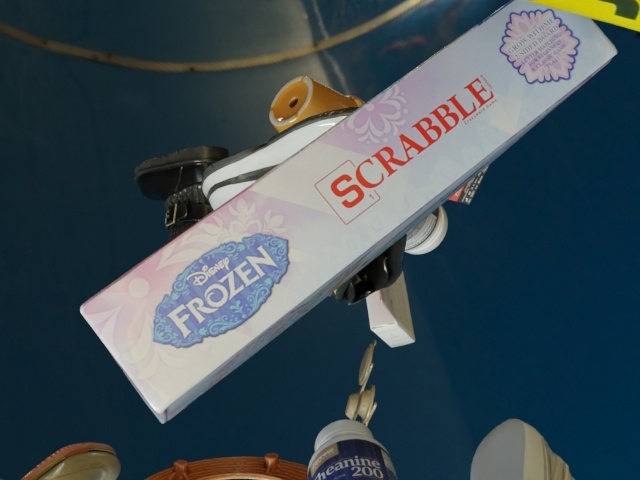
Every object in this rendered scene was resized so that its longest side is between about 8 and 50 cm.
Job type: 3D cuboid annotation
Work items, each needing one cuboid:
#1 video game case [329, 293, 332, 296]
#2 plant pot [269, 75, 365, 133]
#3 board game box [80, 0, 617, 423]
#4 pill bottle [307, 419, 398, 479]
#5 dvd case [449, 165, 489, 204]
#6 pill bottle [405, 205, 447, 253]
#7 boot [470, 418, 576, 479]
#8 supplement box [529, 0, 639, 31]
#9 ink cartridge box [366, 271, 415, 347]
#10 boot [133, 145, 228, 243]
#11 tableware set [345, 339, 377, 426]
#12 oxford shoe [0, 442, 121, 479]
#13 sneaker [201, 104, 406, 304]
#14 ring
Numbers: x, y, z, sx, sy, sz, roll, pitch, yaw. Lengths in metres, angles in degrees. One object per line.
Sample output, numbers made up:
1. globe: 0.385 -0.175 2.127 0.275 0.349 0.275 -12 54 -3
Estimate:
1. video game case: -0.032 -0.007 1.479 0.196 0.274 0.026 31 -122 6
2. plant pot: -0.006 -0.261 1.724 0.188 0.205 0.205 33 -145 -39
3. board game box: 0.000 0.000 0.537 0.318 0.318 0.066 -37 -95 -18
4. pill bottle: 0.025 0.185 0.568 0.067 0.067 0.120 19 -163 -13
5. dvd case: 0.152 -0.093 0.923 0.120 0.087 0.013 10 -156 -34
6. pill bottle: 0.196 -0.087 2.070 0.363 0.210 0.210 27 -150 -57
7. boot: 0.180 0.266 0.617 0.123 0.095 0.258 41 -145 -8
8. supplement box: 0.159 -0.189 0.241 0.357 0.194 0.195 21 -99 14
9. ink cartridge box: 0.120 0.050 1.663 0.261 0.066 0.296 47 -149 -56
10. boot: -0.314 -0.057 1.730 0.131 0.348 0.260 0 -94 -34
11. tableware set: 0.058 0.238 1.128 0.020 0.141 0.168 16 -148 -3
12. oxford shoe: -0.435 0.444 1.248 0.147 0.140 0.397 33 -165 16
13. sneaker: -0.034 -0.019 1.152 0.169 0.448 0.257 -15 -90 -31
14. ring: -0.116 0.368 1.064 0.337 0.032 0.336 1 -170 0
